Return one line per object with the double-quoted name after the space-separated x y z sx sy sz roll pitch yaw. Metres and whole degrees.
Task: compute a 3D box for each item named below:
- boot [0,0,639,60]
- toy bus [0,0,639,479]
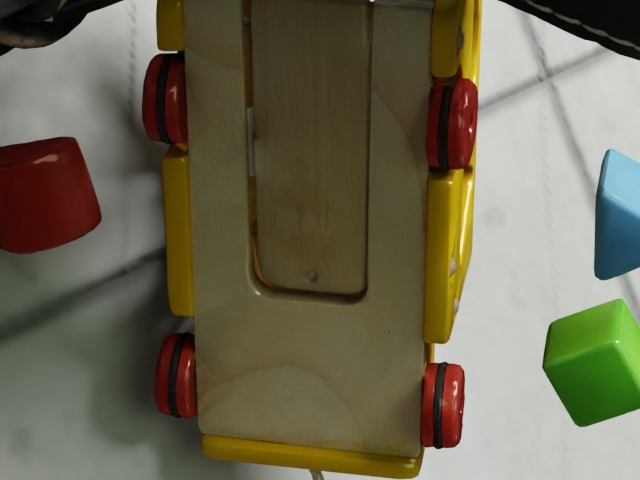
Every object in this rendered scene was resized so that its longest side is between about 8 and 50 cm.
-0.089 -0.056 0.476 0.377 0.138 0.284 27 77 -1 "boot"
0.005 -0.010 0.634 0.191 0.202 0.104 46 29 -13 "toy bus"
